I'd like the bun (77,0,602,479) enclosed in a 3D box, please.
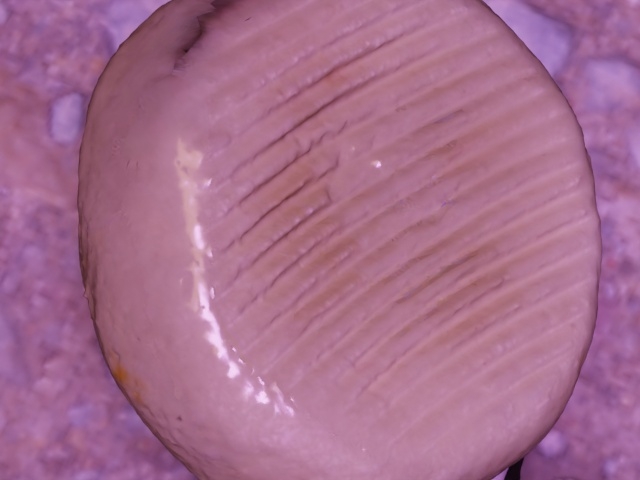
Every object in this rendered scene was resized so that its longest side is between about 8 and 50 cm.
[{"bbox_3d":[0.000,0.000,0.642,0.222,0.127,0.222,11,66,-25],"label":"bun"}]
